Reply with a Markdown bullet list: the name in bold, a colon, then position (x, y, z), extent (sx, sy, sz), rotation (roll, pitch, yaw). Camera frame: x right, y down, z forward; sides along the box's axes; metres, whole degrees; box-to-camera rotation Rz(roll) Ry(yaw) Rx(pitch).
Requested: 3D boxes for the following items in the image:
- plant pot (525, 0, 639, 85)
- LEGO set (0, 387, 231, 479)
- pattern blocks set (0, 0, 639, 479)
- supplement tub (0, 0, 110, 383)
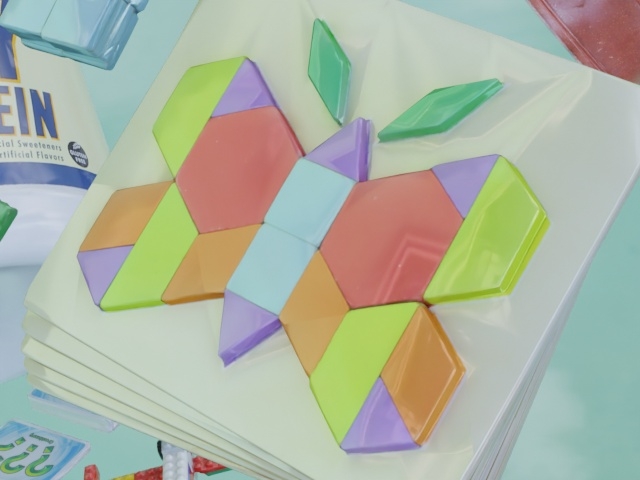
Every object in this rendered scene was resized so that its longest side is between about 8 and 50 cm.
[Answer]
- **plant pot**: position (0.277, -0.296, 1.413), extent (0.265, 0.272, 0.272), rotation (-38, 124, 15)
- **LEGO set**: position (-0.085, 0.095, 1.020), extent (0.182, 0.244, 0.060), rotation (-43, 130, -35)
- **pattern blocks set**: position (0.000, 0.000, 0.492), extent (0.026, 0.324, 0.285), rotation (39, 64, -52)
- **supplement tub**: position (-0.262, -0.085, 1.041), extent (0.235, 0.235, 0.325), rotation (-3, 63, -39)
